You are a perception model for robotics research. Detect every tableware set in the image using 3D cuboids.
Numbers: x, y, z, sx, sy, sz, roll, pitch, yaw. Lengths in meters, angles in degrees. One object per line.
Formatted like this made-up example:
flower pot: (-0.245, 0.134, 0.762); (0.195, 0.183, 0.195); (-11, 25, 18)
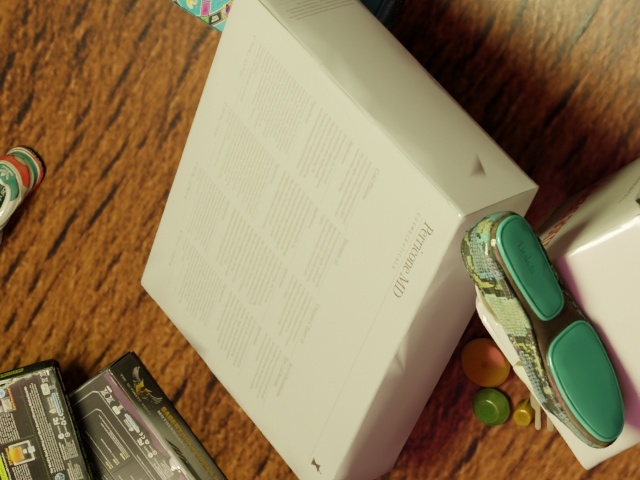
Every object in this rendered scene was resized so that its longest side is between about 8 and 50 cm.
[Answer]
tableware set: (0.177, 0.099, 1.708); (0.104, 0.024, 0.154); (3, 109, 25)

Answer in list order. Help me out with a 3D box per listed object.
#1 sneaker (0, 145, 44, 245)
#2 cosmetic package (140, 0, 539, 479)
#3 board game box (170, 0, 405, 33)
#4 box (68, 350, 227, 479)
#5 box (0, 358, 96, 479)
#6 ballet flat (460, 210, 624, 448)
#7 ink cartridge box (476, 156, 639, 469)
sneaker: (-0.336, -0.022, 1.847); (0.057, 0.075, 0.161); (42, 117, 5)
cosmetic package: (0.000, 0.000, 1.594); (0.284, 0.097, 0.377); (51, 140, 26)
board game box: (-0.061, -0.316, 1.637); (0.336, 0.079, 0.253); (33, 116, 10)
box: (-0.193, 0.253, 1.889); (0.183, 0.056, 0.231); (-36, 91, 28)
box: (-0.317, 0.229, 1.834); (0.184, 0.045, 0.190); (-17, 101, 0)
ballet flat: (0.158, 0.066, 1.369); (0.070, 0.070, 0.188); (-22, 96, 27)
ink cartridge box: (0.350, -0.019, 1.448); (0.395, 0.285, 0.166); (-31, 93, 29)
